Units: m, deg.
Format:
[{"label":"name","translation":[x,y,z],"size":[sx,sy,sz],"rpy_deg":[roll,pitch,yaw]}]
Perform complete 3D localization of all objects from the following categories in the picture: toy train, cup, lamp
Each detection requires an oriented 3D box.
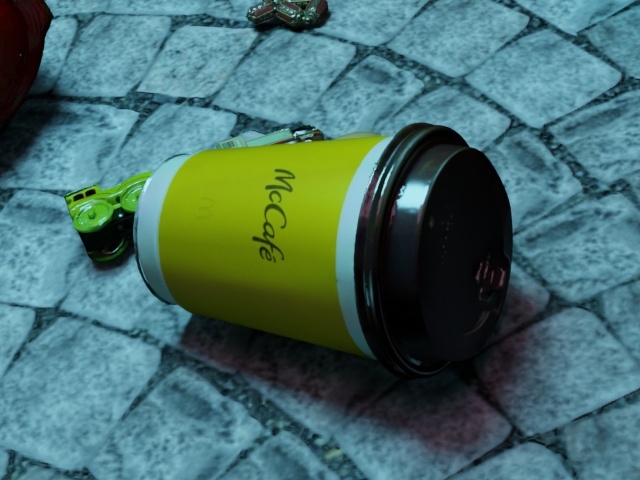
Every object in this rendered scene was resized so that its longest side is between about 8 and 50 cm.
[{"label":"toy train","translation":[-0.107,-0.050,1.283],"size":[0.250,0.053,0.085],"rpy_deg":[-19,37,-5]},{"label":"cup","translation":[0.000,0.000,1.113],"size":[0.280,0.196,0.196],"rpy_deg":[6,46,31]},{"label":"lamp","translation":[-0.032,-0.247,1.485],"size":[0.083,0.031,0.063],"rpy_deg":[7,48,17]}]

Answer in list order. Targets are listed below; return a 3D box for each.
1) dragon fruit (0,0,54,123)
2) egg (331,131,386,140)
[{"label":"dragon fruit","translation":[-0.423,-0.216,1.368],"size":[0.302,0.295,0.295],"rpy_deg":[-28,44,-18]},{"label":"egg","translation":[0.026,-0.053,1.229],"size":[0.096,0.080,0.080],"rpy_deg":[-18,41,17]}]
